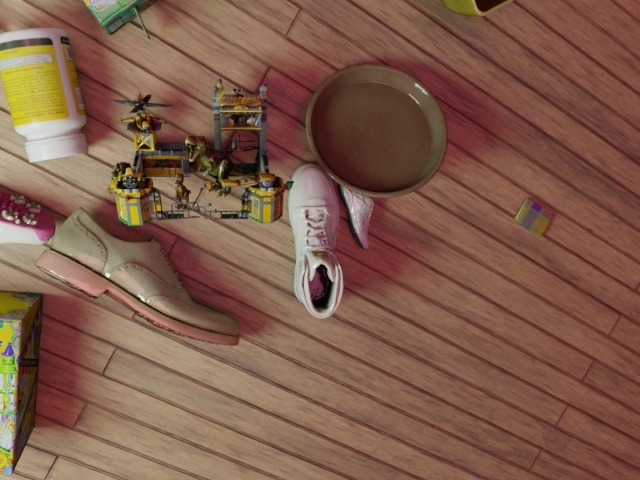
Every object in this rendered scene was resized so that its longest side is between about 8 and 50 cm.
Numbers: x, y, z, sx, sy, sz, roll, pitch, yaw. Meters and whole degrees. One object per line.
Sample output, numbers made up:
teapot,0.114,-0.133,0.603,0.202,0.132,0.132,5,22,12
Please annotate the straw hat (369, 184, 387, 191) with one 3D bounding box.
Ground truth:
straw hat,0.132,-0.126,1.227,0.144,0.145,0.061,-4,144,-12

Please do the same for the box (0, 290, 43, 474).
box,-0.660,0.236,1.056,0.289,0.177,0.279,6,99,-14

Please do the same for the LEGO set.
LEGO set,-0.206,-0.164,1.044,0.331,0.255,0.192,3,127,-2

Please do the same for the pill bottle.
pill bottle,-0.470,-0.245,1.041,0.119,0.119,0.209,-11,102,-11

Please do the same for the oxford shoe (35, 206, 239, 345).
oxford shoe,-0.305,0.078,1.133,0.397,0.140,0.147,32,72,-25

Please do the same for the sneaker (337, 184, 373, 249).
sneaker,0.083,-0.056,1.237,0.061,0.053,0.152,-18,103,-12

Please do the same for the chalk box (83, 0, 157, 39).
chalk box,-0.348,-0.440,1.026,0.132,0.132,0.213,-39,107,-3

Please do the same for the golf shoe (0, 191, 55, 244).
golf shoe,-0.626,-0.027,1.064,0.306,0.115,0.140,14,112,-13

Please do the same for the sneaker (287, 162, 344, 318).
sneaker,0.000,0.000,1.169,0.108,0.169,0.293,-4,100,-10

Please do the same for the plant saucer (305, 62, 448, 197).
plant saucer,0.107,-0.208,1.171,0.277,0.041,0.278,2,75,-9

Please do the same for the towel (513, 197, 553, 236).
towel,0.472,-0.051,1.349,0.083,0.009,0.060,29,94,-15

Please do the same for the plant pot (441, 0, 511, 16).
plant pot,0.300,-0.541,1.126,0.212,0.187,0.212,-29,105,-7
